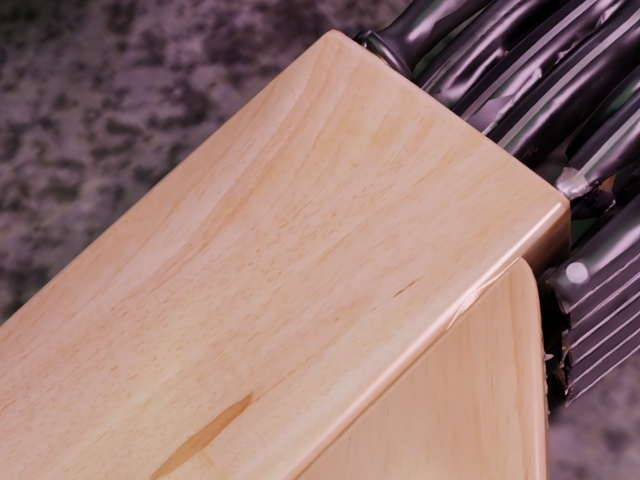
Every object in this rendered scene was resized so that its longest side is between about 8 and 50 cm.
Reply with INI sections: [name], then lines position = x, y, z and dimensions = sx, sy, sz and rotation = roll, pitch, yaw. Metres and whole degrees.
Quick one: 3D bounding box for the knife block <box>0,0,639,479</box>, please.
[knife block]
position = 0.000, 0.000, 0.528
dimensions = 0.275, 0.088, 0.242
rotation = -3, 61, 7
